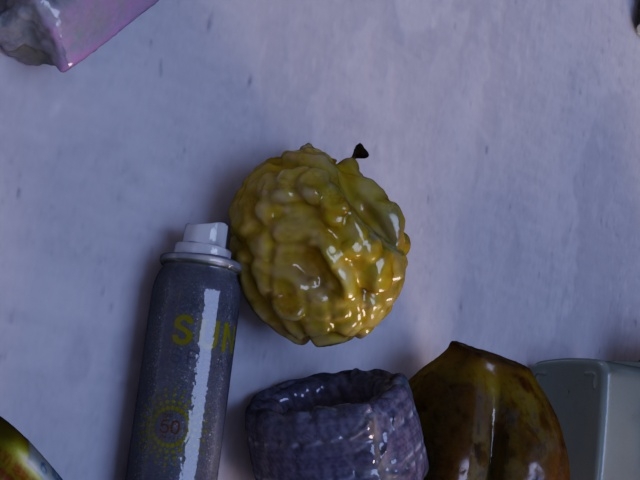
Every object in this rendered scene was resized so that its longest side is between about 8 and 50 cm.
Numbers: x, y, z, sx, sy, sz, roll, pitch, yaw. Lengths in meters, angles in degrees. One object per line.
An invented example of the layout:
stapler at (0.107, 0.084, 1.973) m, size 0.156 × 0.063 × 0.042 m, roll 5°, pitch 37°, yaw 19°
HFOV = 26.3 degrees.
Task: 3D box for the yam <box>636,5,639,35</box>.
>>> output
yam at (0.425, -0.311, 1.693) m, size 0.054 × 0.054 × 0.132 m, roll 31°, pitch 67°, yaw -40°

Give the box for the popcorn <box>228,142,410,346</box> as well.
popcorn at (0.000, 0.000, 1.174) m, size 0.170 × 0.180 × 0.180 m, roll -43°, pitch 120°, yaw -10°

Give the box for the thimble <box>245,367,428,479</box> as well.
thimble at (0.012, 0.172, 1.164) m, size 0.150 × 0.150 × 0.098 m, roll -19°, pitch 104°, yaw -45°

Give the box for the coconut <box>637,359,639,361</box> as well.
coconut at (0.447, 0.202, 1.571) m, size 0.236 × 0.204 × 0.236 m, roll -4°, pitch 109°, yaw -11°

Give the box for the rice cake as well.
rice cake at (-0.118, -0.252, 1.119) m, size 0.399 × 0.064 × 0.070 m, roll -47°, pitch 125°, yaw -37°

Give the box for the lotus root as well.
lotus root at (0.137, 0.239, 1.267) m, size 0.193 × 0.193 × 0.291 m, roll 27°, pitch 69°, yaw -42°

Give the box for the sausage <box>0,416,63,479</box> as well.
sausage at (-0.222, 0.212, 0.943) m, size 0.317 × 0.117 × 0.125 m, roll 58°, pitch 36°, yaw -23°

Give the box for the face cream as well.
face cream at (-0.110, 0.124, 1.093) m, size 0.073 × 0.073 × 0.283 m, roll 18°, pitch 74°, yaw -44°

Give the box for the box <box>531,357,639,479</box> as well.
box at (0.297, 0.228, 1.459) m, size 0.129 × 0.148 × 0.210 m, roll 14°, pitch 77°, yaw -33°
